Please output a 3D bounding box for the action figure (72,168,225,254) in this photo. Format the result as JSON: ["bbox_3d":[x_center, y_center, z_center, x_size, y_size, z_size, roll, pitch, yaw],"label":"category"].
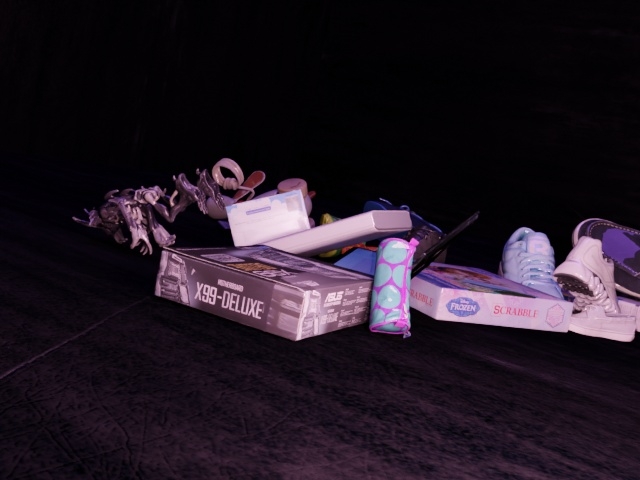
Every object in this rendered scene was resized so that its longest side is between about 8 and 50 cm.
[{"bbox_3d":[-0.332,-0.043,1.608,0.276,0.140,0.164,-16,9,18],"label":"action figure"}]

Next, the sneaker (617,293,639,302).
[{"bbox_3d":[0.834,0.141,2.128,0.087,0.130,0.227,12,4,-10],"label":"sneaker"}]

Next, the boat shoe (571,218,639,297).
[{"bbox_3d":[0.834,0.073,1.972,0.500,0.156,0.187,33,59,22],"label":"boat shoe"}]

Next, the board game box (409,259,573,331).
[{"bbox_3d":[0.287,0.104,1.720,0.318,0.065,0.319,8,7,-27],"label":"board game box"}]

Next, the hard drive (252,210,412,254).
[{"bbox_3d":[0.000,0.000,1.617,0.308,0.040,0.203,-15,-5,25],"label":"hard drive"}]

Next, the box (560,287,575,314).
[{"bbox_3d":[0.584,0.136,2.079,0.159,0.044,0.233,8,7,-29],"label":"box"}]

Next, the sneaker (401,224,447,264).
[{"bbox_3d":[0.220,0.025,2.022,0.109,0.130,0.286,17,9,29],"label":"sneaker"}]

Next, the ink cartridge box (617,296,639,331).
[{"bbox_3d":[0.748,0.179,1.924,0.180,0.060,0.104,16,7,40],"label":"ink cartridge box"}]

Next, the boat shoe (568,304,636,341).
[{"bbox_3d":[0.563,0.162,1.717,0.184,0.063,0.066,11,6,-7],"label":"boat shoe"}]

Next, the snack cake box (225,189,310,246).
[{"bbox_3d":[-0.109,-0.035,1.736,0.152,0.089,0.264,-14,-2,-5],"label":"snack cake box"}]

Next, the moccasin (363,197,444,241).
[{"bbox_3d":[0.269,-0.037,2.750,0.117,0.137,0.342,-9,30,-32],"label":"moccasin"}]

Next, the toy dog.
[{"bbox_3d":[-0.147,-0.115,2.387,0.334,0.220,0.161,23,31,14],"label":"toy dog"}]

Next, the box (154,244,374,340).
[{"bbox_3d":[-0.067,0.072,1.303,0.243,0.076,0.307,15,7,25],"label":"box"}]

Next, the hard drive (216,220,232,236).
[{"bbox_3d":[-0.210,-0.024,2.157,0.094,0.022,0.135,10,7,-16],"label":"hard drive"}]

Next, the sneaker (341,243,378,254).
[{"bbox_3d":[0.101,0.041,2.053,0.067,0.064,0.175,-8,-12,36],"label":"sneaker"}]

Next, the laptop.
[{"bbox_3d":[0.120,0.020,1.523,0.136,0.264,0.234,47,38,8],"label":"laptop"}]

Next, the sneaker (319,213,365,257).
[{"bbox_3d":[0.055,-0.012,2.137,0.124,0.109,0.295,8,6,3],"label":"sneaker"}]

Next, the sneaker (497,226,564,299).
[{"bbox_3d":[0.476,0.062,1.914,0.135,0.150,0.366,5,17,-3],"label":"sneaker"}]

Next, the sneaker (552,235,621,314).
[{"bbox_3d":[0.591,0.097,1.794,0.110,0.118,0.292,15,-21,37],"label":"sneaker"}]

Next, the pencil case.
[{"bbox_3d":[0.115,0.072,1.313,0.070,0.151,0.064,-19,-36,41],"label":"pencil case"}]
